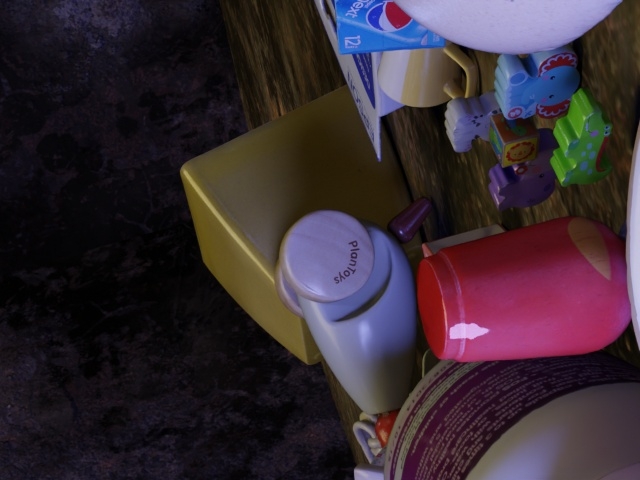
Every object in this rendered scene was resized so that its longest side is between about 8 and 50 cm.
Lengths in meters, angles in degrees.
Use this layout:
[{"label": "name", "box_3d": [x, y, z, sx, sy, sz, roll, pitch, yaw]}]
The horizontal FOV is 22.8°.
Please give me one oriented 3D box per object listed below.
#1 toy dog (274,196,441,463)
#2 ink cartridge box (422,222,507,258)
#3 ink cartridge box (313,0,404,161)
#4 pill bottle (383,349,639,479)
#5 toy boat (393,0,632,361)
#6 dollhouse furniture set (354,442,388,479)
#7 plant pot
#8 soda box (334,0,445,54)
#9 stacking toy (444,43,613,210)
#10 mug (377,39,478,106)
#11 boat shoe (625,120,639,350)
[{"label": "toy dog", "box_3d": [0.088, 0.095, 1.460, 0.333, 0.161, 0.220, 62, 171, -18]}, {"label": "ink cartridge box", "box_3d": [0.135, 0.100, 1.165, 0.115, 0.067, 0.198, -119, 16, -71]}, {"label": "ink cartridge box", "box_3d": [0.023, -0.270, 1.272, 0.307, 0.072, 0.303, 78, 173, -62]}, {"label": "pill bottle", "box_3d": [0.130, 0.142, 0.758, 0.301, 0.169, 0.169, -147, 41, -84]}, {"label": "toy boat", "box_3d": [0.098, -0.108, 0.632, 0.267, 0.148, 0.318, -152, 54, -76]}, {"label": "dollhouse furniture set", "box_3d": [0.012, 0.245, 1.276, 0.303, 0.174, 0.355, -33, -56, -56]}, {"label": "plant pot", "box_3d": [0.000, 0.000, 1.654, 0.187, 0.212, 0.212, 59, 168, 27]}, {"label": "soda box", "box_3d": [0.037, -0.220, 0.969, 0.071, 0.067, 0.210, 82, -175, -61]}, {"label": "stacking toy", "box_3d": [0.123, -0.065, 0.901, 0.221, 0.052, 0.167, 85, 167, -55]}, {"label": "mug", "box_3d": [0.081, -0.138, 1.148, 0.064, 0.078, 0.062, 93, -165, -49]}, {"label": "boat shoe", "box_3d": [0.170, 0.063, 0.535, 0.092, 0.103, 0.285, 6, 102, 59]}]
